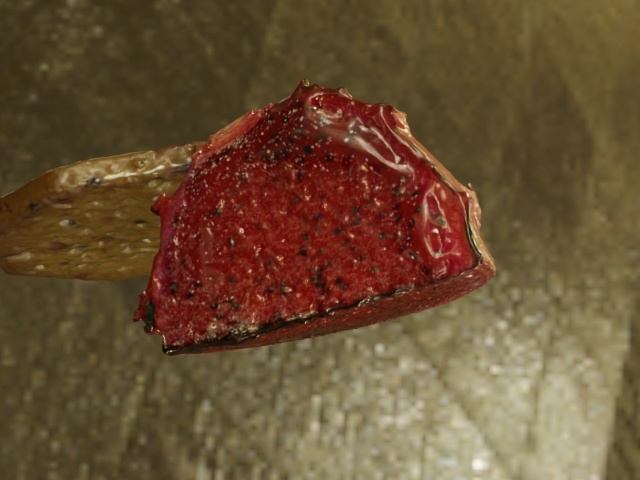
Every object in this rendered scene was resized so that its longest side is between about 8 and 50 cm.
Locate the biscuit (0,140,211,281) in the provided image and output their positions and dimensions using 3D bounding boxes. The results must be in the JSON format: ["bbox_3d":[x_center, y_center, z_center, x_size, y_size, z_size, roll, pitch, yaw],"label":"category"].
[{"bbox_3d":[-0.179,-0.030,2.050,0.359,0.359,0.046,18,57,-60],"label":"biscuit"}]

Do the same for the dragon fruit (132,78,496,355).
[{"bbox_3d":[0.000,0.000,1.366,0.189,0.261,0.163,47,33,-47],"label":"dragon fruit"}]
